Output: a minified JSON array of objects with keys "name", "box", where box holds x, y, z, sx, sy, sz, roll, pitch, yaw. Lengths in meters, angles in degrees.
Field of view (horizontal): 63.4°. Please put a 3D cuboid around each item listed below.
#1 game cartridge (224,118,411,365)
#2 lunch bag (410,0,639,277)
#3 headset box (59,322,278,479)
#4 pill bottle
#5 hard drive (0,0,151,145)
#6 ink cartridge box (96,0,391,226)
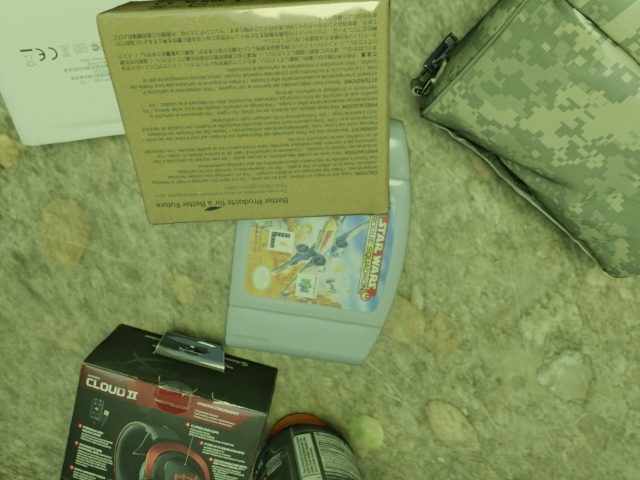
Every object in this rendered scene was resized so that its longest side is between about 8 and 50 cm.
[{"name":"game cartridge","box":[0.000,0.000,0.603,0.197,0.062,0.298,9,105,4]},{"name":"lunch bag","box":[0.270,-0.132,0.475,0.305,0.213,0.256,39,120,-5]},{"name":"headset box","box":[-0.189,0.254,0.647,0.217,0.110,0.294,16,105,-2]},{"name":"pill bottle","box":[-0.008,0.297,0.578,0.130,0.246,0.131,-2,104,-10]},{"name":"hard drive","box":[-0.210,-0.238,0.459,0.202,0.040,0.308,-11,133,-13]},{"name":"ink cartridge box","box":[-0.055,-0.120,0.477,0.234,0.088,0.194,-2,122,1]}]
